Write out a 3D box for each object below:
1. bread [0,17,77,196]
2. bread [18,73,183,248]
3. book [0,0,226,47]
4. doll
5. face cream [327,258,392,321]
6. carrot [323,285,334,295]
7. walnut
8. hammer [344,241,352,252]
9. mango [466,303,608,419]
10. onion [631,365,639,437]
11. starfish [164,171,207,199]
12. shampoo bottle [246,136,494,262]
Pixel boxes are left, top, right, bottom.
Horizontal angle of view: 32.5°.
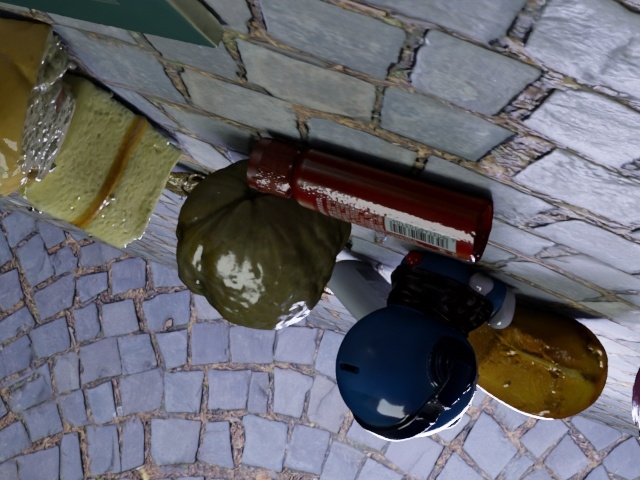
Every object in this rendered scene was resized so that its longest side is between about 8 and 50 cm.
[{"bbox_3d":[-0.431,-0.168,1.388,0.224,0.211,0.183,13,176,11],"label":"bread"},{"bbox_3d":[-0.383,-0.128,1.623,0.236,0.198,0.263,24,172,33],"label":"bread"},{"bbox_3d":[-0.302,-0.277,1.037,0.379,0.031,0.264,16,170,26],"label":"book"},{"bbox_3d":[0.159,0.180,1.807,0.240,0.310,0.284,28,169,-28],"label":"doll"},{"bbox_3d":[0.146,0.165,2.027,0.163,0.080,0.336,18,-156,-51],"label":"face cream"},{"bbox_3d":[-0.073,0.061,2.414,0.314,0.066,0.066,20,171,-21],"label":"carrot"},{"bbox_3d":[-0.083,0.001,1.571,0.283,0.227,0.283,-16,154,-8],"label":"walnut"},{"bbox_3d":[0.000,0.000,2.024,0.062,0.017,0.182,26,171,-27],"label":"hammer"},{"bbox_3d":[0.346,0.202,1.926,0.199,0.201,0.350,58,163,-23],"label":"mango"},{"bbox_3d":[0.549,0.223,1.440,0.276,0.276,0.276,20,171,3],"label":"onion"},{"bbox_3d":[-0.198,-0.080,1.895,0.247,0.050,0.138,23,172,1],"label":"starfish"},{"bbox_3d":[0.062,-0.055,1.380,0.314,0.076,0.118,18,171,17],"label":"shampoo bottle"}]
